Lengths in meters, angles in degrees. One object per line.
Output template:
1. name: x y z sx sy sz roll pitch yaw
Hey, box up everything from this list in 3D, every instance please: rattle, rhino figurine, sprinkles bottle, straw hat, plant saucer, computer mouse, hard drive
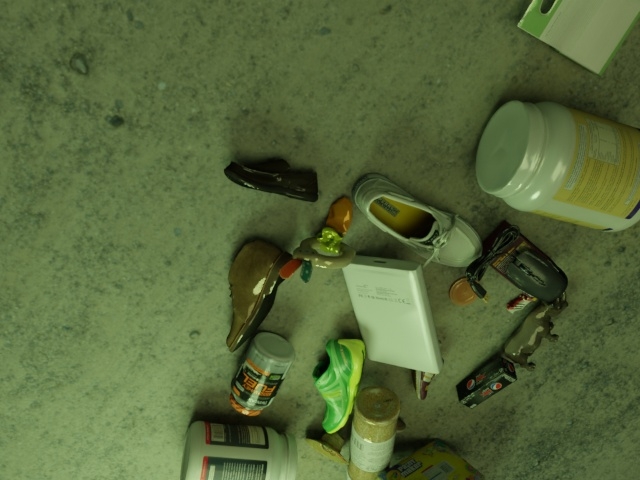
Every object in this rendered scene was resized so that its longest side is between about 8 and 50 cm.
1. rattle: 0.000 0.000 1.485 0.200 0.130 0.142 -12 139 -46
2. rhino figurine: 0.575 0.230 1.781 0.106 0.073 0.243 22 110 -24
3. sprinkles bottle: 0.137 0.538 1.789 0.121 0.121 0.355 -5 131 -8
4. straw hat: 0.032 0.551 1.841 0.144 0.145 0.061 44 64 -27
5. plant saucer: 0.370 0.131 1.722 0.084 0.013 0.083 -5 117 -9
6. computer mouse: 0.472 0.101 1.606 0.262 0.060 0.184 39 104 -25
7. hard drive: 0.174 0.178 1.627 0.203 0.040 0.307 6 127 35

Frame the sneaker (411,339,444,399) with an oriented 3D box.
1. sneaker: 0.287 0.345 1.787 0.084 0.069 0.185 -7 119 -1

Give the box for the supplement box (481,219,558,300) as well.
1. supplement box: 0.492 0.051 1.665 0.188 0.080 0.104 36 107 -25

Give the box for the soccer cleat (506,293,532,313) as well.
1. soccer cleat: 0.526 0.162 1.762 0.083 0.029 0.035 -32 127 10

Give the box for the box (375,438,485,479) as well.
1. box: 0.263 0.749 1.858 0.290 0.177 0.279 -10 125 -47

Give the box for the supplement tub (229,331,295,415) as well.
1. supplement tub: -0.149 0.332 1.669 0.117 0.117 0.190 18 112 -19

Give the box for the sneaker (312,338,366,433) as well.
1. sneaker: 0.039 0.367 1.747 0.124 0.109 0.295 14 118 7

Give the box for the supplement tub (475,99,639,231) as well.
1. supplement tub: 0.535 -0.164 1.471 0.332 0.241 0.240 13 114 -17

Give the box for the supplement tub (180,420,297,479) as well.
1. supplement tub: -0.212 0.572 1.740 0.273 0.191 0.191 10 115 -15

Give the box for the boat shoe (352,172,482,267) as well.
1. boat shoe: 0.242 -0.021 1.536 0.367 0.156 0.135 32 107 -23

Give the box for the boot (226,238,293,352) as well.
1. boot: -0.170 0.129 1.589 0.115 0.112 0.305 31 116 8

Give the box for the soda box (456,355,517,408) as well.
1. soda box: 0.446 0.384 1.821 0.053 0.060 0.169 31 124 -24

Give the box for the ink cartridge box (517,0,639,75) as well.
1. ink cartridge box: 0.540 -0.474 1.415 0.235 0.056 0.171 23 110 -18

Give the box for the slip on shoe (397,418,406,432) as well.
1. slip on shoe: 0.183 0.486 1.853 0.135 0.051 0.041 27 116 -15

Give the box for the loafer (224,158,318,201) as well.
1. loafer: -0.103 -0.141 1.463 0.220 0.080 0.078 12 91 -27
